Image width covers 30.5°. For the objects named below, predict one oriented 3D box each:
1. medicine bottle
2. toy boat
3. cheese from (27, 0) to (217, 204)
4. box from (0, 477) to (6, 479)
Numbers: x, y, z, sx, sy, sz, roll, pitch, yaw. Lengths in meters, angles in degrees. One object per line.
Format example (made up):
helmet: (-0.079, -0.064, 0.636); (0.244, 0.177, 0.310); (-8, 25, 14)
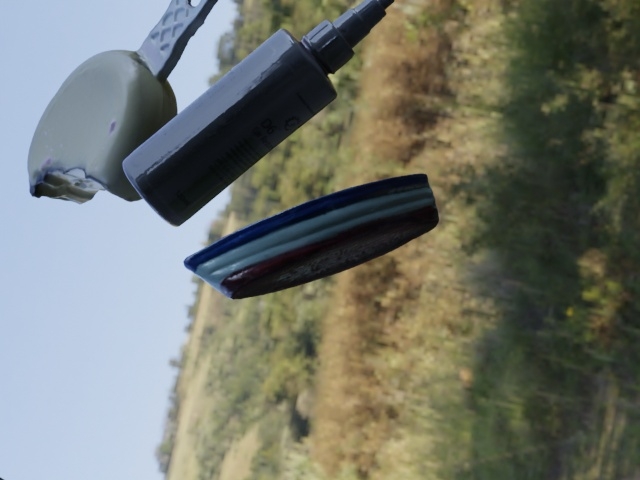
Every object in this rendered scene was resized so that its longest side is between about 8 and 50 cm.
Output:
medicine bottle: (-0.032, -0.090, 0.739); (0.199, 0.058, 0.057); (-39, -5, 4)
toy boat: (0.000, 0.000, 0.923); (0.229, 0.046, 0.080); (-18, -34, -35)
cheese: (-0.186, -0.141, 1.099); (0.070, 0.163, 0.249); (21, -88, -44)
box: (-0.368, 0.235, 0.505); (0.420, 0.373, 0.138); (-58, -21, -49)
